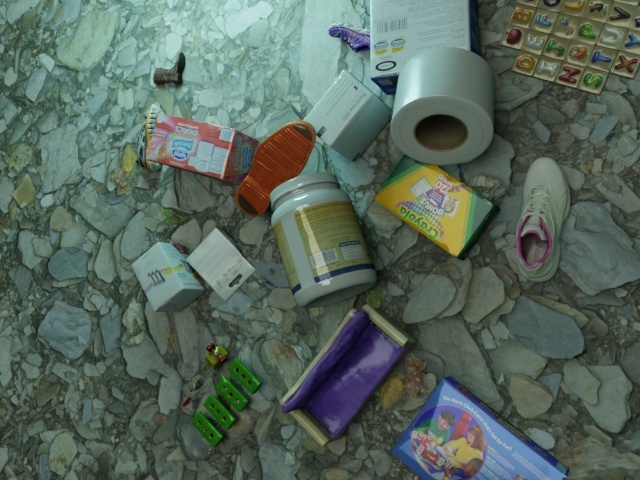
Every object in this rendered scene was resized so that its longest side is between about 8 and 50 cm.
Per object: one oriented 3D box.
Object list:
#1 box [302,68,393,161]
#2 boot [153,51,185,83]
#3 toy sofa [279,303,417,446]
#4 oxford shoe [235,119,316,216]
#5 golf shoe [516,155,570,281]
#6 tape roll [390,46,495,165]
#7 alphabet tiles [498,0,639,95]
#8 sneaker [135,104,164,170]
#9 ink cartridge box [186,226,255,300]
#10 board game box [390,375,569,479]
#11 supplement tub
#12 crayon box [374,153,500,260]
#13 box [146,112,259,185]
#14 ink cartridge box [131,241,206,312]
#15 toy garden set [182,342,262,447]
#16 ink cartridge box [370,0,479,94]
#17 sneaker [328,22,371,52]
[{"bbox_3d":[0.079,-0.332,1.751,0.119,0.182,0.181,45,102,23],"label":"box"},{"bbox_3d":[-0.502,-0.567,2.134,0.114,0.037,0.106,7,84,30],"label":"boot"},{"bbox_3d":[0.071,0.348,1.677,0.150,0.177,0.362,41,100,24],"label":"toy sofa"},{"bbox_3d":[-0.114,-0.218,1.789,0.130,0.132,0.364,42,133,-6],"label":"oxford shoe"},{"bbox_3d":[0.524,-0.057,1.536,0.115,0.140,0.306,2,83,27],"label":"golf shoe"},{"bbox_3d":[0.301,-0.323,1.587,0.246,0.246,0.169,-5,53,24],"label":"tape roll"},{"bbox_3d":[0.636,-0.525,1.610,0.342,0.011,0.285,24,95,25],"label":"alphabet tiles"},{"bbox_3d":[-0.559,-0.335,2.106,0.083,0.084,0.215,4,86,30],"label":"sneaker"},{"bbox_3d":[-0.297,0.069,1.968,0.179,0.045,0.145,46,103,4],"label":"ink cartridge box"},{"bbox_3d":[0.378,0.530,1.565,0.347,0.078,0.233,38,100,24],"label":"board game box"},{"bbox_3d":[0.000,0.000,1.723,0.228,0.228,0.316,-23,75,21],"label":"supplement tub"},{"bbox_3d":[0.298,-0.094,1.676,0.278,0.081,0.165,38,100,24],"label":"crayon box"},{"bbox_3d":[-0.357,-0.274,1.969,0.300,0.142,0.154,15,90,26],"label":"box"},{"bbox_3d":[-0.461,0.115,1.979,0.127,0.128,0.176,-37,71,16],"label":"ink cartridge box"},{"bbox_3d":[-0.302,0.444,1.912,0.204,0.049,0.244,40,102,22],"label":"toy garden set"},{"bbox_3d":[0.273,-0.549,1.704,0.270,0.151,0.395,-3,81,25],"label":"ink cartridge box"},{"bbox_3d":[0.092,-0.571,1.840,0.170,0.068,0.071,23,99,25],"label":"sneaker"}]
